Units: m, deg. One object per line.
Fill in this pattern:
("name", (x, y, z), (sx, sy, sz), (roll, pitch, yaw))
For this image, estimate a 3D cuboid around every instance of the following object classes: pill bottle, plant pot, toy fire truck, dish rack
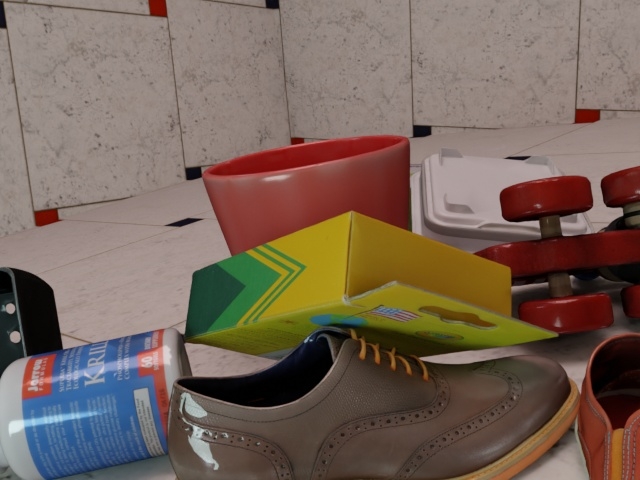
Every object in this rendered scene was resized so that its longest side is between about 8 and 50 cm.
("pill bottle", (-0.239, 0.167, 0.709), (0.222, 0.124, 0.124), (-12, 14, -7))
("plant pot", (-0.417, 0.131, 0.889), (0.188, 0.188, 0.167), (-9, 2, 3))
("toy fire truck", (0.318, 0.017, 0.885), (0.302, 0.169, 0.254), (-8, -5, -7))
("dish rack", (0.295, -0.072, 1.184), (0.286, 0.072, 0.333), (6, 28, 4))
("plant pot", (0.000, 0.000, 0.968), (0.275, 0.243, 0.275), (-9, 13, 2))

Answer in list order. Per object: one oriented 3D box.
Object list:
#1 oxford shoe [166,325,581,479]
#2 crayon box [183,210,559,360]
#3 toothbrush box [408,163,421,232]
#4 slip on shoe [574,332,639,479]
("oxford shoe", (0.056, 0.135, 0.596), (0.364, 0.132, 0.130), (-11, 12, -18))
("crayon box", (0.035, 0.059, 0.688), (0.202, 0.081, 0.319), (19, -23, -35))
("toothbrush box", (0.127, -0.066, 1.413), (0.283, 0.122, 0.206), (-19, 17, -39))
("slip on shoe", (0.234, 0.157, 0.465), (0.123, 0.101, 0.331), (-6, 15, 10))
